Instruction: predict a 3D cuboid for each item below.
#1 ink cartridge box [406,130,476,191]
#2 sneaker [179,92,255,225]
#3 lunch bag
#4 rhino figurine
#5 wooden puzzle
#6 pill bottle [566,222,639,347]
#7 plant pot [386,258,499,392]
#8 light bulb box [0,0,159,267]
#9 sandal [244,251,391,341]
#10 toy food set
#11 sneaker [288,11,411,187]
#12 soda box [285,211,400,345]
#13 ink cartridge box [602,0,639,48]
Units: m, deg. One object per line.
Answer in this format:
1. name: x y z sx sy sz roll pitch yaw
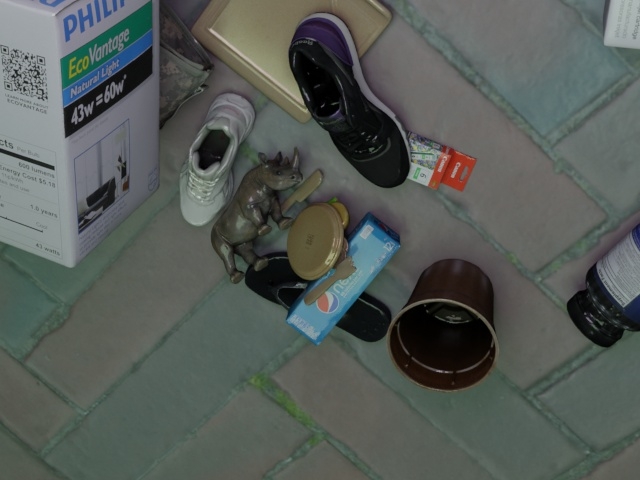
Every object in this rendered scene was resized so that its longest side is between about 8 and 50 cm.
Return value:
1. ink cartridge box: 0.169 -0.114 1.583 0.115 0.029 0.063 22 121 3
2. sneaker: -0.179 -0.112 1.626 0.090 0.115 0.232 21 121 3
3. lunch bag: -0.326 -0.269 1.546 0.235 0.169 0.287 -39 101 26
4. rhino figurine: -0.098 -0.053 1.653 0.106 0.073 0.243 51 125 28
5. wooden puzzle: -0.044 -0.315 1.528 0.221 0.044 0.238 38 125 -8
6. pill bottle: 0.469 0.055 1.540 0.123 0.123 0.219 37 121 -6
7. plant pot: 0.199 0.120 1.622 0.167 0.165 0.167 7 119 12
8. light bulb box: -0.410 -0.212 1.348 0.358 0.225 0.361 19 129 15
9. sandal: -0.004 0.093 1.726 0.254 0.054 0.097 22 121 3
10. toy food set: 0.000 0.000 1.633 0.038 0.192 0.132 15 136 -42
11. sneaker: 0.031 -0.172 1.494 0.107 0.124 0.283 -20 117 26
12. soda box: 0.035 0.060 1.654 0.067 0.071 0.210 38 102 -6
13. ink cartridge box: 0.514 -0.344 1.312 0.289 0.121 0.211 7 120 10
